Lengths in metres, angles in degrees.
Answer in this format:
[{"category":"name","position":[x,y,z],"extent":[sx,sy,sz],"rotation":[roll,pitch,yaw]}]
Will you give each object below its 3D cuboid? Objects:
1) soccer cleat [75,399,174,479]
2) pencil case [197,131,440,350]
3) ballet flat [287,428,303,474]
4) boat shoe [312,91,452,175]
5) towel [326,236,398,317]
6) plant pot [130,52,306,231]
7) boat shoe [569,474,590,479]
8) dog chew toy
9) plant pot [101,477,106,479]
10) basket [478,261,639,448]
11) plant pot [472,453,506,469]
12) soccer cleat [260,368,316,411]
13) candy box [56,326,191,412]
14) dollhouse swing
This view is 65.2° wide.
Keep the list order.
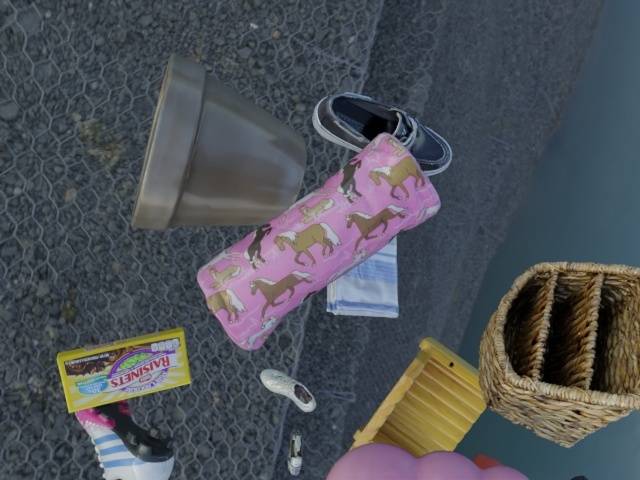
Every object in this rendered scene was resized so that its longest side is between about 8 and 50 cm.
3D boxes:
[{"category":"soccer cleat","position":[-0.428,0.422,1.036],"extent":[0.116,0.331,0.143],"rotation":[14,93,-50]},{"category":"pencil case","position":[0.000,0.000,0.769],"extent":[0.386,0.167,0.160],"rotation":[-37,118,2]},{"category":"ballet flat","position":[-0.065,0.561,1.323],"extent":[0.041,0.041,0.115],"rotation":[10,73,-31]},{"category":"boat shoe","position":[0.136,-0.203,0.953],"extent":[0.301,0.102,0.108],"rotation":[20,83,-19]},{"category":"towel","position":[0.103,0.032,1.133],"extent":[0.209,0.034,0.285],"rotation":[12,74,-36]},{"category":"plant pot","position":[-0.190,-0.156,0.972],"extent":[0.280,0.323,0.324],"rotation":[12,92,-23]},{"category":"boat shoe","position":[0.570,0.667,1.153],"extent":[0.114,0.091,0.303],"rotation":[13,120,-3]},{"category":"dog chew toy","position":[0.173,0.413,0.755],"extent":[0.331,0.207,0.207],"rotation":[-7,105,12]},{"category":"plant pot","position":[-0.451,0.629,1.052],"extent":[0.230,0.215,0.216],"rotation":[-27,118,-67]},{"category":"basket","position":[0.425,0.167,0.894],"extent":[0.213,0.223,0.299],"rotation":[27,52,10]},{"category":"plant pot","position":[0.346,0.617,0.990],"extent":[0.243,0.275,0.275],"rotation":[-41,115,-17]},{"category":"soccer cleat","position":[-0.094,0.433,1.484],"extent":[0.068,0.196,0.076],"rotation":[-47,156,-35]},{"category":"candy box","position":[-0.336,0.224,0.874],"extent":[0.205,0.027,0.105],"rotation":[-10,108,-19]},{"category":"dollhouse swing","position":[0.280,0.479,1.329],"extent":[0.315,0.305,0.347],"rotation":[35,96,2]}]
